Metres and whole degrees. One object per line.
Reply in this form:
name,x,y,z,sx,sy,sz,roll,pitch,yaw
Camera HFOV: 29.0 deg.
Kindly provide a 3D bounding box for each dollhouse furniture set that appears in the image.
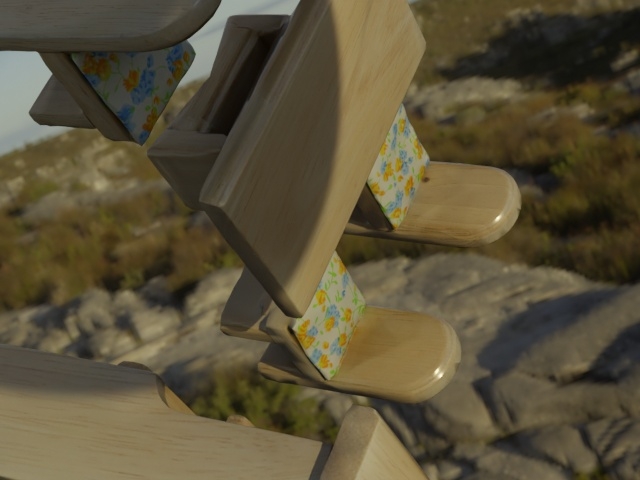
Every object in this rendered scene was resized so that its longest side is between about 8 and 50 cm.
dollhouse furniture set,0.000,0.000,0.695,0.257,0.362,0.394,7,58,32
